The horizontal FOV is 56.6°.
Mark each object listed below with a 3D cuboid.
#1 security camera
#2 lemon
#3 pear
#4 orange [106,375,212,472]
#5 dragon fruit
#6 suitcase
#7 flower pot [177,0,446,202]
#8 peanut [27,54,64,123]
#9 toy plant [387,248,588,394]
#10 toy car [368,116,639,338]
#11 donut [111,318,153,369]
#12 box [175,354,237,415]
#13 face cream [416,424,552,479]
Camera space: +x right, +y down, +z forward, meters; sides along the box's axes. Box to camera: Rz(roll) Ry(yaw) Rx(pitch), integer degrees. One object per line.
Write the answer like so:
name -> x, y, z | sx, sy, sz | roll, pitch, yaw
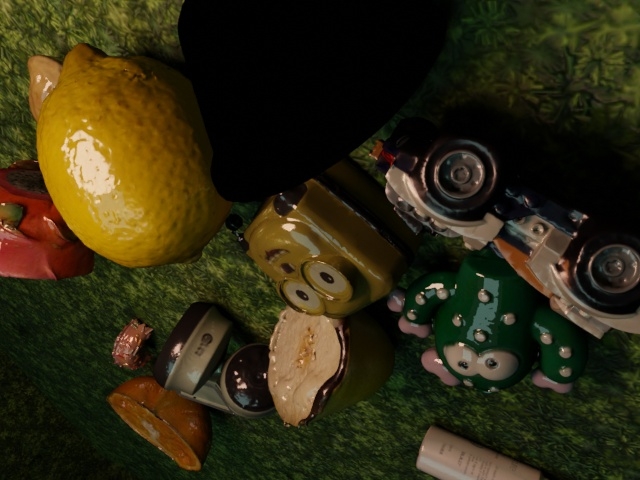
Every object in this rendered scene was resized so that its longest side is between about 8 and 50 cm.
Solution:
security camera -> -0.186, 0.269, 1.246 | 0.277, 0.197, 0.191 | 29, 155, -2
lemon -> -0.244, -0.109, 0.798 | 0.245, 0.245, 0.319 | -14, 105, 47
pear -> 0.036, 0.193, 0.994 | 0.178, 0.266, 0.267 | 12, 153, -25
orange -> -0.442, 0.518, 1.688 | 0.310, 0.274, 0.274 | 56, 158, 36
dragon fruit -> -0.566, -0.044, 1.147 | 0.291, 0.291, 0.189 | 19, 107, 22
suitcase -> 0.000, 0.000, 0.812 | 0.235, 0.143, 0.194 | 40, 144, -7
flower pot -> -0.031, -0.176, 0.580 | 0.166, 0.269, 0.269 | 52, 146, 11
peanut -> -0.398, -0.183, 0.973 | 0.117, 0.101, 0.263 | -5, 130, 10
toy plant -> 0.223, 0.122, 0.796 | 0.233, 0.112, 0.243 | -15, 118, 36
toy car -> 0.186, -0.022, 0.592 | 0.301, 0.193, 0.118 | 30, 104, 6
donut -> -0.499, 0.291, 1.586 | 0.065, 0.117, 0.166 | 28, 145, 19
box -> -0.291, 0.346, 1.500 | 0.225, 0.086, 0.129 | 5, 134, 37
face cream -> 0.335, 0.440, 1.087 | 0.311, 0.092, 0.092 | 18, 141, 24
